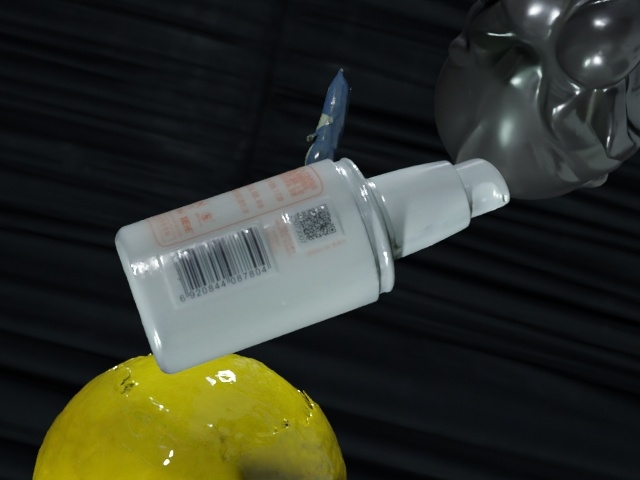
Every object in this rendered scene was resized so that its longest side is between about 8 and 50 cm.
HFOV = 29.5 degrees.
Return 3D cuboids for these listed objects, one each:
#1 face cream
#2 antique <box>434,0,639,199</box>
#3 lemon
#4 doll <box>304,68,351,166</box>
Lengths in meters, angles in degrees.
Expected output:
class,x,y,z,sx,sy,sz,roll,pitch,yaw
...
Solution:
class,x,y,z,sx,sy,sz,roll,pitch,yaw
face cream,0.000,0.000,0.790,0.101,0.251,0.101,161,90,-81
antique,0.212,-0.151,0.937,0.255,0.185,0.322,-29,-17,-31
lemon,-0.114,0.233,1.082,0.297,0.297,0.297,-166,90,-88
doll,0.009,-0.107,1.132,0.037,0.027,0.125,73,-153,-55
